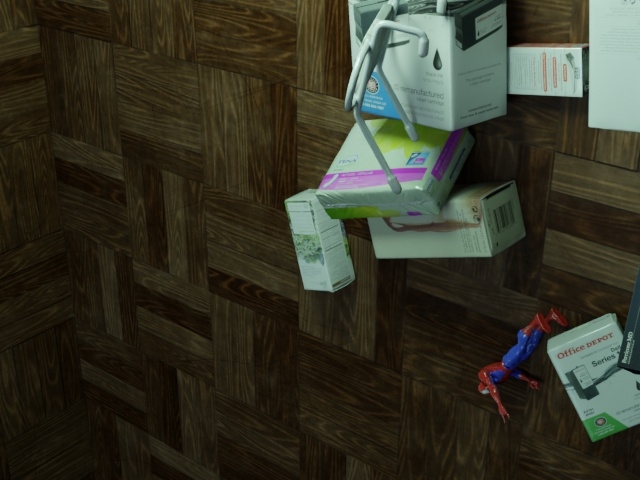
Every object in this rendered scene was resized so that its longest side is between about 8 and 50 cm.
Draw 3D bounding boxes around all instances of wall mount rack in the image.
[{"bbox_3d":[0.130,-0.273,1.678,0.131,0.350,0.304,17,126,6],"label":"wall mount rack"}]

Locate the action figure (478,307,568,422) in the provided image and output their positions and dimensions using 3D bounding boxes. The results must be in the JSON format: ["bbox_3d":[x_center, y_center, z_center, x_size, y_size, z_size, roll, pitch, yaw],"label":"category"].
[{"bbox_3d":[0.438,0.281,2.058,0.139,0.091,0.280,60,138,23],"label":"action figure"}]

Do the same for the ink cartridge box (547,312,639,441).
[{"bbox_3d":[0.564,0.271,1.912,0.153,0.087,0.208,-27,91,16],"label":"ink cartridge box"}]

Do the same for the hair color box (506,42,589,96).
[{"bbox_3d":[0.429,-0.324,1.808,0.167,0.053,0.093,11,116,40],"label":"hair color box"}]

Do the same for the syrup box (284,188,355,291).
[{"bbox_3d":[0.000,0.000,2.318,0.093,0.096,0.236,2,111,43],"label":"syrup box"}]

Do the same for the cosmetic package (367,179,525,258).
[{"bbox_3d":[0.262,-0.043,2.026,0.296,0.153,0.129,-3,107,41],"label":"cosmetic package"}]

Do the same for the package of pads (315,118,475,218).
[{"bbox_3d":[0.156,-0.159,2.010,0.297,0.229,0.101,-1,139,41],"label":"package of pads"}]

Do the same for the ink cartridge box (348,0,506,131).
[{"bbox_3d":[0.202,-0.437,1.846,0.285,0.166,0.394,21,123,47],"label":"ink cartridge box"}]

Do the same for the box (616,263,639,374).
[{"bbox_3d":[0.656,0.124,1.701,0.184,0.103,0.261,9,81,41],"label":"box"}]

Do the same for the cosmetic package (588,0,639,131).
[{"bbox_3d":[0.550,-0.314,1.582,0.138,0.224,0.224,10,116,38],"label":"cosmetic package"}]
